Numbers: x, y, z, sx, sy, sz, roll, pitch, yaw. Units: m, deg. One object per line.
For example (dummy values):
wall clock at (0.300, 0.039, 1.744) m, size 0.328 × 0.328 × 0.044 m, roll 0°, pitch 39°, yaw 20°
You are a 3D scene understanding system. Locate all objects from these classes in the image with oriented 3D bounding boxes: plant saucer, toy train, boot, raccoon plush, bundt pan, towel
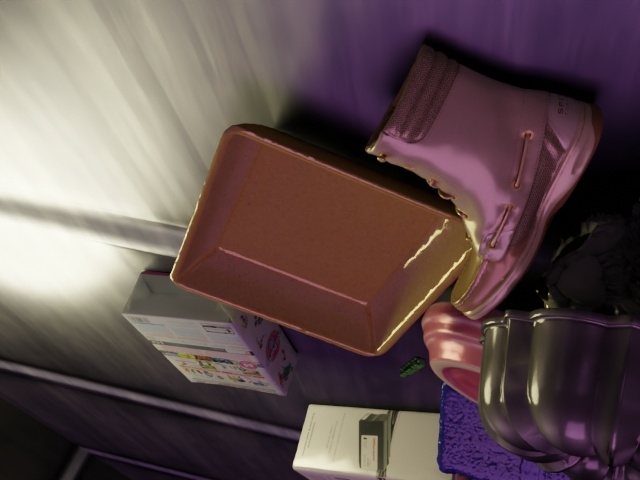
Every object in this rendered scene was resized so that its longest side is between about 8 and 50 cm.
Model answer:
plant saucer at (0.298, 0.209, 1.054) m, size 0.332 × 0.084 × 0.332 m, roll 26°, pitch 163°, yaw 8°
toy train at (0.176, 0.244, 1.325) m, size 0.024 × 0.017 × 0.083 m, roll 11°, pitch 151°, yaw -13°
boot at (0.138, -0.052, 0.720) m, size 0.203 × 0.095 × 0.262 m, roll 20°, pitch 121°, yaw -4°
raccoon plush at (0.462, 0.064, 0.742) m, size 0.446 × 0.216 × 0.299 m, roll 16°, pitch 157°, yaw -2°
plant saucer at (0.000, 0.000, 0.911) m, size 0.333 × 0.081 × 0.333 m, roll 21°, pitch 138°, yaw -10°
bundt pan at (0.313, 0.190, 0.719) m, size 0.331 × 0.124 × 0.331 m, roll 18°, pitch 162°, yaw 6°
towel at (0.372, 0.342, 1.262) m, size 0.308 × 0.076 × 0.227 m, roll 5°, pitch 103°, yaw 17°

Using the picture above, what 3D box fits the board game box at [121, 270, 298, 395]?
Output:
board game box at (-0.196, 0.181, 1.313) m, size 0.224 × 0.097 × 0.303 m, roll 4°, pitch 146°, yaw 20°

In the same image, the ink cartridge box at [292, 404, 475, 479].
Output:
ink cartridge box at (0.184, 0.520, 1.622) m, size 0.395 × 0.166 × 0.285 m, roll -4°, pitch 145°, yaw 31°
